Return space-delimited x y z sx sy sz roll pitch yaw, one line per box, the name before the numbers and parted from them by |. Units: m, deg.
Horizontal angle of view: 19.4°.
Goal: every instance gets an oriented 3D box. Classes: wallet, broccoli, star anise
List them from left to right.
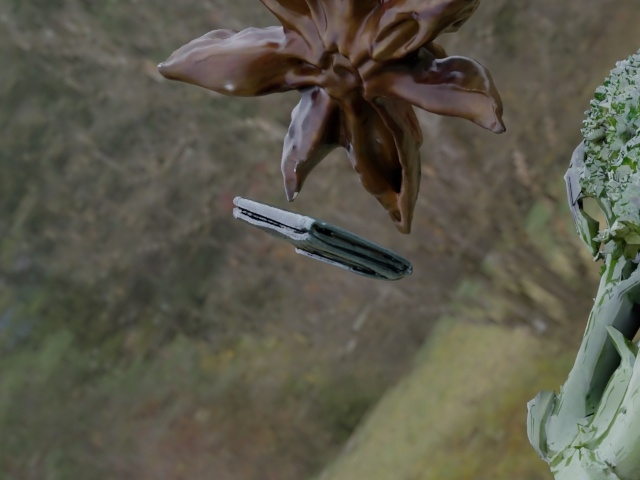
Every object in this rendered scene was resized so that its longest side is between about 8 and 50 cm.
wallet | 0.000 0.000 1.261 0.129 0.088 0.026 20 90 63
star anise | 0.015 -0.114 1.032 0.212 0.196 0.111 102 -174 -47
broccoli | 0.245 0.049 0.995 0.283 0.321 0.304 -49 -3 14
